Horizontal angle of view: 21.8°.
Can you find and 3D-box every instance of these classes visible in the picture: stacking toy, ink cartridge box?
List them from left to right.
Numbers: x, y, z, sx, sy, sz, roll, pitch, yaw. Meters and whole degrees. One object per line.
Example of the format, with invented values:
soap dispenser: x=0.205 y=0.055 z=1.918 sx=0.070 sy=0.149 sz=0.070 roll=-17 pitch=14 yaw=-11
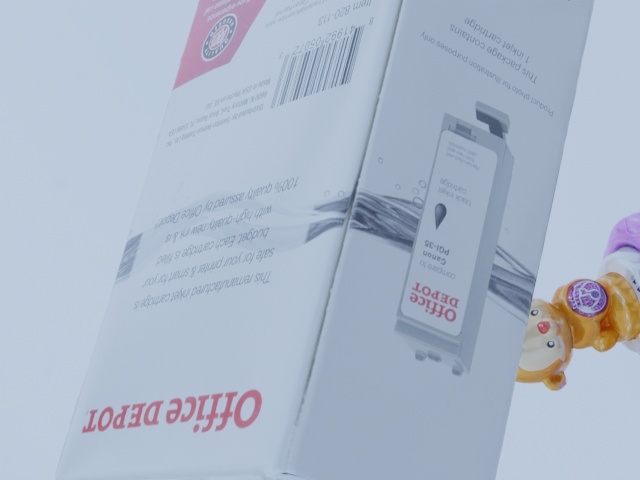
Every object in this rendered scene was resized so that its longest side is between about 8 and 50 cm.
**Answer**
ink cartridge box: x=0.000 y=0.000 z=0.799 sx=0.207 sy=0.117 sz=0.283 roll=-13 pitch=-123 yaw=54
stacking toy: x=0.239 y=0.023 z=1.054 sx=0.166 sy=0.301 sz=0.175 roll=116 pitch=-46 yaw=-65
